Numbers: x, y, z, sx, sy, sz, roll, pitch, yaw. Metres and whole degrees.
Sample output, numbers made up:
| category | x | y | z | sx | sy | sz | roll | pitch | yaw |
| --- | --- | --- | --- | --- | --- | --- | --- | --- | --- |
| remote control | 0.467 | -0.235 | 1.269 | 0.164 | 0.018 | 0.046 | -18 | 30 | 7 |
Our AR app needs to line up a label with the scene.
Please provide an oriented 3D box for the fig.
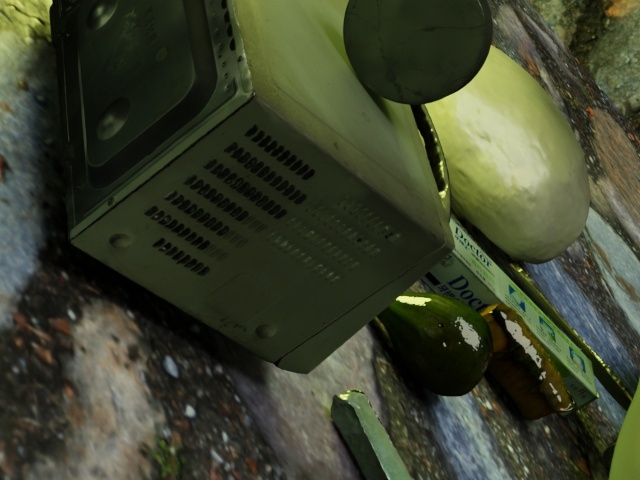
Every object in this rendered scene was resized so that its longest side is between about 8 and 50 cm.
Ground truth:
| category | x | y | z | sx | sy | sz | roll | pitch | yaw |
| --- | --- | --- | --- | --- | --- | --- | --- | --- | --- |
| fig | 0.122 | 0.101 | 1.595 | 0.177 | 0.117 | 0.117 | 42 | 23 | 0 |

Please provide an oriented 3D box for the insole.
| category | x | y | z | sx | sy | sz | roll | pitch | yaw |
| --- | --- | --- | --- | --- | --- | --- | --- | --- | --- |
| insole | 0.382 | 0.158 | 2.013 | 0.348 | 0.009 | 0.119 | 53 | -4 | 31 |

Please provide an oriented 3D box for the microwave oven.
| category | x | y | z | sx | sy | sz | roll | pitch | yaw |
| --- | --- | --- | --- | --- | --- | --- | --- | --- | --- |
| microwave oven | -0.080 | -0.118 | 1.317 | 0.333 | 0.247 | 0.394 | 34 | 29 | -37 |

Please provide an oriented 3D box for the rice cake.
| category | x | y | z | sx | sy | sz | roll | pitch | yaw |
| --- | --- | --- | --- | --- | --- | --- | --- | --- | --- |
| rice cake | 0.069 | 0.243 | 1.361 | 0.043 | 0.034 | 0.211 | 0 | 57 | -52 |

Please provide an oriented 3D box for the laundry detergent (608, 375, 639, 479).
| category | x | y | z | sx | sy | sz | roll | pitch | yaw |
| --- | --- | --- | --- | --- | --- | --- | --- | --- | --- |
| laundry detergent | 0.506 | 0.253 | 1.862 | 0.264 | 0.124 | 0.398 | 35 | 58 | -36 |

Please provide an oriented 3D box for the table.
| category | x | y | z | sx | sy | sz | roll | pitch | yaw |
| --- | --- | --- | --- | --- | --- | --- | --- | --- | --- |
| table | 0.090 | -0.193 | 1.260 | 0.133 | 0.133 | 0.043 | 55 | 21 | 2 |

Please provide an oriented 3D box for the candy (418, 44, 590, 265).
| category | x | y | z | sx | sy | sz | roll | pitch | yaw |
| --- | --- | --- | --- | --- | --- | --- | --- | --- | --- |
| candy | 0.273 | -0.178 | 2.190 | 0.427 | 0.186 | 0.386 | 46 | 27 | -6 |

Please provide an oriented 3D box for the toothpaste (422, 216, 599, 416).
| category | x | y | z | sx | sy | sz | roll | pitch | yaw |
| --- | --- | --- | --- | --- | --- | --- | --- | --- | --- |
| toothpaste | 0.255 | 0.105 | 1.882 | 0.336 | 0.067 | 0.081 | 43 | 26 | -23 |

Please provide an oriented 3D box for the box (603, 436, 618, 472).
| category | x | y | z | sx | sy | sz | roll | pitch | yaw |
| --- | --- | --- | --- | --- | --- | --- | --- | --- | --- |
| box | 0.491 | 0.324 | 2.026 | 0.120 | 0.069 | 0.224 | 56 | 22 | 8 |

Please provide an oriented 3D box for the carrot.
| category | x | y | z | sx | sy | sz | roll | pitch | yaw |
| --- | --- | --- | --- | --- | --- | --- | --- | --- | --- |
| carrot | 0.260 | 0.164 | 1.793 | 0.173 | 0.082 | 0.082 | 57 | 23 | 2 |
